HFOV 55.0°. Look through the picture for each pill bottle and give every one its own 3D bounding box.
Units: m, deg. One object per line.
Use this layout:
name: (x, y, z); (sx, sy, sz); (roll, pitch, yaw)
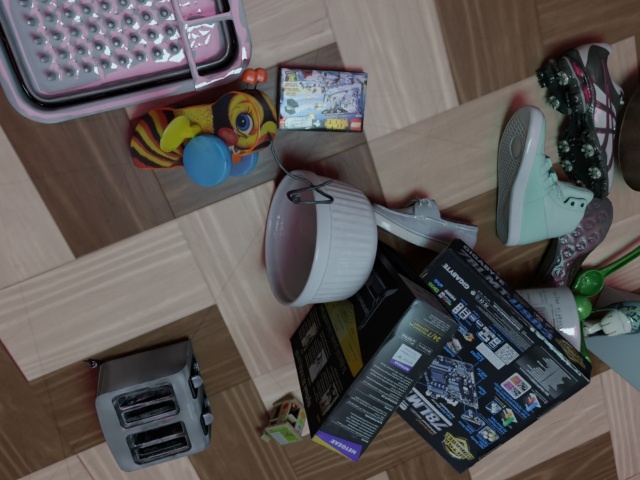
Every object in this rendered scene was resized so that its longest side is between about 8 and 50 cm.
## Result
pill bottle: (0.329, 0.152, 1.093); (0.229, 0.131, 0.131); (-5, 113, 12)

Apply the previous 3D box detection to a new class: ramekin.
ramekin: (0.000, 0.000, 0.944); (0.109, 0.207, 0.207); (5, 109, -25)

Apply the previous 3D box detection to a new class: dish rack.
dish rack: (-0.279, -0.326, 0.817); (0.333, 0.072, 0.285); (-16, 114, -8)

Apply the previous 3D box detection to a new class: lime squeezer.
lime squeezer: (0.513, 0.109, 1.144); (0.310, 0.110, 0.058); (-46, 128, -28)

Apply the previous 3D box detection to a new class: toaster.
toaster: (-0.281, 0.272, 1.022); (0.186, 0.110, 0.168); (-13, 112, -9)

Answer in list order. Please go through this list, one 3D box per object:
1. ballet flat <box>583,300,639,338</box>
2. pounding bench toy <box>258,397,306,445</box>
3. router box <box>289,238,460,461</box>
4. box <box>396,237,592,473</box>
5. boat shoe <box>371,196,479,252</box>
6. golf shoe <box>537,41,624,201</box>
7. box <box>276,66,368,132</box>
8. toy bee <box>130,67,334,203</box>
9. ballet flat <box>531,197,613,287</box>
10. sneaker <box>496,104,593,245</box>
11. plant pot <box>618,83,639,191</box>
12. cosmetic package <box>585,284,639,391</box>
ballet flat: (0.531, 0.156, 1.143); (0.070, 0.188, 0.070); (5, 74, -17)
pounding bench toy: (-0.071, 0.332, 1.128); (0.083, 0.065, 0.052); (-23, 119, 29)
router box: (0.063, 0.144, 0.950); (0.081, 0.309, 0.243); (32, 101, -16)
box: (0.230, 0.198, 1.023); (0.295, 0.073, 0.293); (44, 120, 8)
boat shoe: (0.173, -0.033, 1.046); (0.228, 0.079, 0.081); (19, 96, -25)
golf shoe: (0.468, -0.197, 1.040); (0.120, 0.105, 0.272); (-28, 115, -10)
box: (0.002, -0.217, 0.953); (0.137, 0.027, 0.093); (0, 109, -14)
toy bee: (-0.122, -0.160, 0.851); (0.298, 0.195, 0.162); (5, 109, 0)
ballet flat: (0.463, 0.027, 1.153); (0.084, 0.058, 0.249); (25, 98, 5)
sneaker: (0.390, -0.115, 1.052); (0.151, 0.094, 0.255); (-7, 122, -5)
plant pot: (0.651, -0.165, 0.991); (0.215, 0.230, 0.215); (-11, 110, -34)
cosmetic package: (0.668, 0.209, 1.175); (0.225, 0.224, 0.138); (13, 107, -19)
